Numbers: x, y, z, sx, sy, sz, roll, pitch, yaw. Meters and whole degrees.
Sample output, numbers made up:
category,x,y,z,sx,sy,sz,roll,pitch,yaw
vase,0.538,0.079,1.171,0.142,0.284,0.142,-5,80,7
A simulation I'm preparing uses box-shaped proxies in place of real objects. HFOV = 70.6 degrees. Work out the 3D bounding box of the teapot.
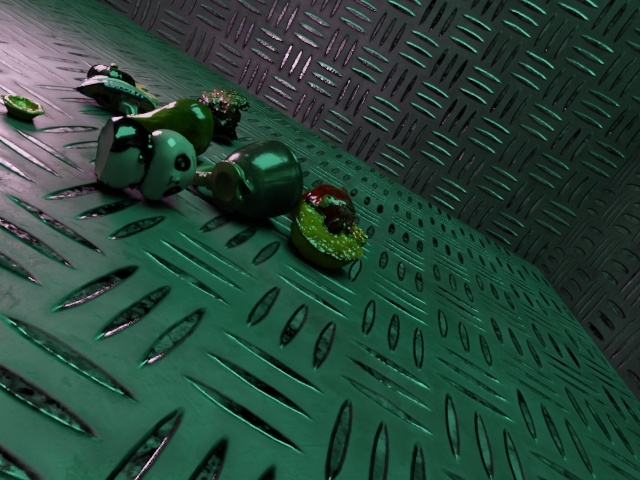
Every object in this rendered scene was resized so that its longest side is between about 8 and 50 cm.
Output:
category,x,y,z,sx,sy,sz,roll,pitch,yaw
teapot,-0.235,-0.204,1.378,0.321,0.239,0.239,44,34,23

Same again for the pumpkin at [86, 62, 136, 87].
category,x,y,z,sx,sy,sz,roll,pitch,yaw
pumpkin,-0.767,-0.582,1.664,0.167,0.125,0.167,40,6,-5

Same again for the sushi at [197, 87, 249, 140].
category,x,y,z,sx,sy,sz,roll,pitch,yaw
sushi,-0.435,-0.560,1.955,0.238,0.219,0.225,34,16,5

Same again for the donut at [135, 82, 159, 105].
category,x,y,z,sx,sy,sz,roll,pitch,yaw
donut,-0.726,-0.578,1.805,0.108,0.065,0.166,8,31,-48

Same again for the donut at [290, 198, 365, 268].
category,x,y,z,sx,sy,sz,roll,pitch,yaw
donut,-0.006,-0.002,1.365,0.259,0.101,0.152,45,39,4

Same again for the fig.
category,x,y,z,sx,sy,sz,roll,pitch,yaw
fig,-0.506,-0.383,1.519,0.275,0.206,0.206,3,31,-26

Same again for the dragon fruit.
category,x,y,z,sx,sy,sz,roll,pitch,yaw
dragon fruit,0.000,-0.084,1.540,0.198,0.269,0.200,31,53,-47

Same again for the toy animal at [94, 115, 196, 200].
category,x,y,z,sx,sy,sz,roll,pitch,yaw
toy animal,-0.430,-0.202,1.139,0.235,0.187,0.165,15,34,-33

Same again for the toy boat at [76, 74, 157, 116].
category,x,y,z,sx,sy,sz,roll,pitch,yaw
toy boat,-0.701,-0.483,1.569,0.262,0.114,0.115,20,54,-31

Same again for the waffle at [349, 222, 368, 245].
category,x,y,z,sx,sy,sz,roll,pitch,yaw
waffle,0.092,-0.037,1.693,0.160,0.055,0.211,13,26,-39

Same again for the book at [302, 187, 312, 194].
category,x,y,z,sx,sy,sz,roll,pitch,yaw
book,-0.064,-0.194,1.908,0.198,0.016,0.138,14,26,-40

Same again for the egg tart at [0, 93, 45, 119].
category,x,y,z,sx,sy,sz,roll,pitch,yaw
egg tart,-0.791,-0.351,1.199,0.105,0.039,0.105,27,20,-11
